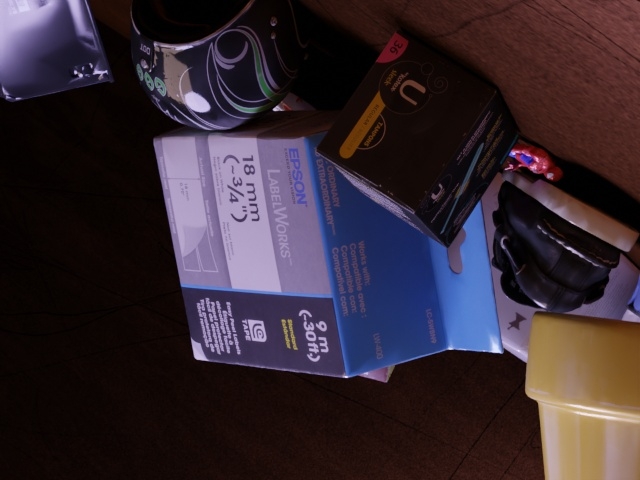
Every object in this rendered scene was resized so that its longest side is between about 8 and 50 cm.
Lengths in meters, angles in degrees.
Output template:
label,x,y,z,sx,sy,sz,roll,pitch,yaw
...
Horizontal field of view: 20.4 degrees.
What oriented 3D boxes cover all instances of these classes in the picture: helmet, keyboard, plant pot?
label,x,y,z,sx,sy,sz,roll,pitch,yaw
helmet,-0.096,-0.186,1.699,0.169,0.169,0.161,34,162,33
keyboard,-0.250,-0.254,1.688,0.317,0.202,0.033,79,179,-56
plant pot,0.308,0.196,1.643,0.254,0.239,0.254,7,180,0

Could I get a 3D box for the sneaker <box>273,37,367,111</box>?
label,x,y,z,sx,sy,sz,roll,pitch,yaw
sneaker,0.028,-0.134,1.864,0.270,0.090,0.145,38,-179,9

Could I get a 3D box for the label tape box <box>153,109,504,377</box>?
label,x,y,z,sx,sy,sz,roll,pitch,yaw
label tape box,0.000,0.000,1.715,0.334,0.240,0.106,2,-163,45

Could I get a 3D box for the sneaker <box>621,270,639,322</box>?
label,x,y,z,sx,sy,sz,roll,pitch,yaw
sneaker,0.355,0.148,1.922,0.127,0.182,0.315,36,180,26

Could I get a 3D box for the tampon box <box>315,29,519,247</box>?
label,x,y,z,sx,sy,sz,roll,pitch,yaw
tampon box,0.084,-0.081,1.475,0.101,0.120,0.161,33,179,17

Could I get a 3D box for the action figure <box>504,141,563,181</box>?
label,x,y,z,sx,sy,sz,roll,pitch,yaw
action figure,0.169,-0.079,1.563,0.115,0.030,0.038,30,173,39

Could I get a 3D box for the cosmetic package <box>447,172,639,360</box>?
label,x,y,z,sx,sy,sz,roll,pitch,yaw
cosmetic package,0.230,0.045,1.908,0.151,0.151,0.184,33,179,32

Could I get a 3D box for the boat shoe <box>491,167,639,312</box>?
label,x,y,z,sx,sy,sz,roll,pitch,yaw
boat shoe,0.211,0.011,1.649,0.127,0.113,0.340,28,-176,-7

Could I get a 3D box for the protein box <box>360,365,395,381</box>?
label,x,y,z,sx,sy,sz,roll,pitch,yaw
protein box,0.046,0.008,1.923,0.136,0.201,0.200,14,-154,10
